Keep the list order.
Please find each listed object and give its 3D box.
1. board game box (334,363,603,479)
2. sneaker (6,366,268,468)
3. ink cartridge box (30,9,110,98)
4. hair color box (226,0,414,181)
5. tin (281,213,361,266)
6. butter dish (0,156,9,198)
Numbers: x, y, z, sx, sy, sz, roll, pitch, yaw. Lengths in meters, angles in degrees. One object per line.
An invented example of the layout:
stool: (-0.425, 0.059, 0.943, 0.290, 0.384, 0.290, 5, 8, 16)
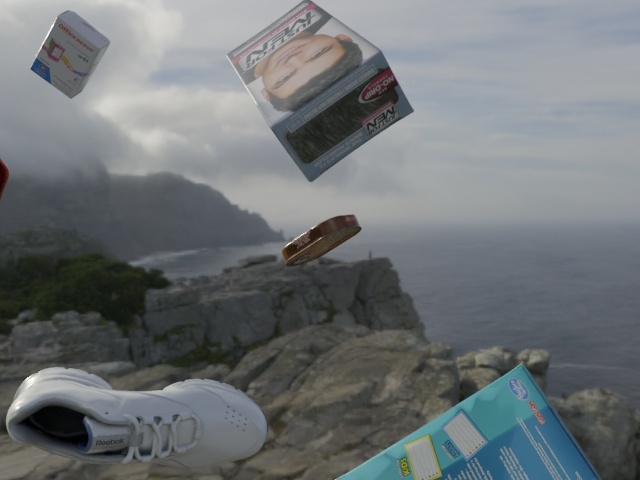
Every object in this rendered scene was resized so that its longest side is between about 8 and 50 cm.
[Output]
board game box: (0.211, 0.369, 0.866, 0.336, 0.254, 0.079, -35, -45, 11)
sneaker: (-0.206, 0.218, 0.716, 0.297, 0.111, 0.129, 6, 0, -10)
ink cartridge box: (-0.447, -0.332, 1.126, 0.088, 0.122, 0.052, 37, 28, -14)
hair color box: (-0.019, -0.261, 1.022, 0.185, 0.114, 0.374, -35, 36, 3)
tin: (0.000, 0.000, 1.270, 0.106, 0.040, 0.189, -2, -24, -47)
butter dish: (-0.642, -0.130, 1.098, 0.118, 0.160, 0.160, -40, 4, -41)
